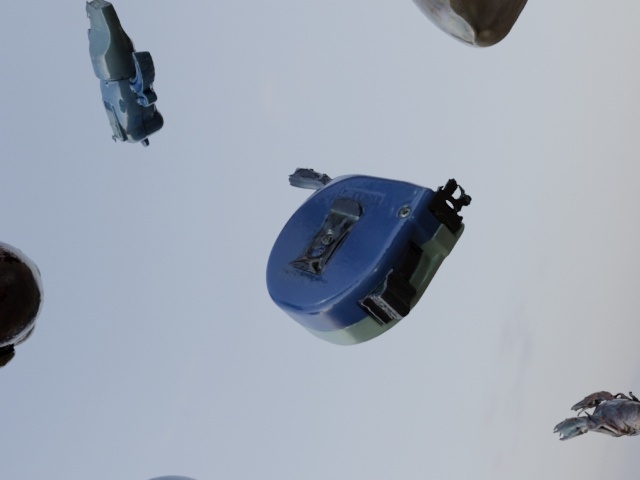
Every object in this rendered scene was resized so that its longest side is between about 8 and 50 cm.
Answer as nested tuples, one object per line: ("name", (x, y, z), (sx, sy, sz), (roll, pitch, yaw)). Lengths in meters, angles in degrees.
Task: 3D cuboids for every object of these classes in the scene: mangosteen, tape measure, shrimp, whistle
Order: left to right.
("mangosteen", (-0.523, 0.096, 1.501), (0.210, 0.210, 0.209), (-39, -45, -55))
("whistle", (-0.324, -0.270, 1.611), (0.093, 0.180, 0.269), (-29, -50, -26))
("tape measure", (0.000, 0.000, 1.195), (0.098, 0.351, 0.215), (43, -107, -33))
("shrimp", (0.205, 0.124, 0.698), (0.029, 0.092, 0.038), (49, -125, -14))

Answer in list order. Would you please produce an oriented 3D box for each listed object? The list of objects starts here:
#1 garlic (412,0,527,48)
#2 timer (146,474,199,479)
("garlic", (0.129, -0.288, 0.819), (0.112, 0.143, 0.318), (130, 164, -65))
("timer", (-0.205, 0.340, 1.047), (0.256, 0.175, 0.175), (-2, -76, -36))
